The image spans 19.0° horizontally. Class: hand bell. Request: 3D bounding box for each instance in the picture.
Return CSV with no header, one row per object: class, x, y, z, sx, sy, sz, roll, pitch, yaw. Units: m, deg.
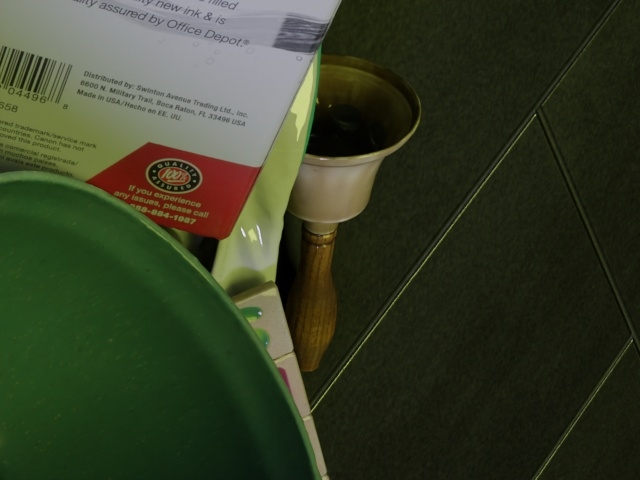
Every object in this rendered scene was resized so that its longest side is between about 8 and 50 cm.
hand bell,0.000,0.000,1.379,0.126,0.126,0.242,-32,141,-37

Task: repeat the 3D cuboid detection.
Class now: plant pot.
plant pot,-0.163,0.138,1.007,0.196,0.293,0.293,-33,151,27

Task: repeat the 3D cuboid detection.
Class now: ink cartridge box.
ink cartridge box,-0.096,-0.150,1.013,0.197,0.114,0.273,14,132,-16

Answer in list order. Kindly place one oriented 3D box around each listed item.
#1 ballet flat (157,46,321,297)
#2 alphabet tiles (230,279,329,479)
ballet flat,-0.087,-0.036,1.230,0.139,0.139,0.400,-15,122,-45
alphabet tiles,-0.134,0.170,1.259,0.285,0.011,0.342,-23,127,-12
